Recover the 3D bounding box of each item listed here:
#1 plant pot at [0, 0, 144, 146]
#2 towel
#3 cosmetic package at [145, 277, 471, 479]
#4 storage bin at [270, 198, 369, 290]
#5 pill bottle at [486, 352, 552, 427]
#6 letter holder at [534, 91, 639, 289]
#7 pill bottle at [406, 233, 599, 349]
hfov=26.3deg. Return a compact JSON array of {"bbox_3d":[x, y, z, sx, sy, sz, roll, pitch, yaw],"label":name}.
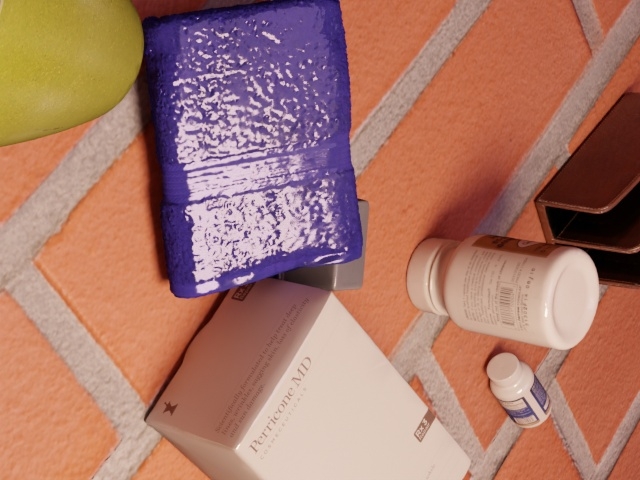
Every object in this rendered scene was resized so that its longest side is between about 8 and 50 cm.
[{"bbox_3d":[-0.283,-0.185,1.142,0.293,0.275,0.274,11,89,-65],"label":"plant pot"},{"bbox_3d":[-0.074,-0.105,1.469,0.228,0.076,0.308,-12,111,-22],"label":"towel"},{"bbox_3d":[-0.002,0.234,1.598,0.217,0.156,0.385,-60,136,-20],"label":"cosmetic package"},{"bbox_3d":[0.000,0.000,1.604,0.098,0.091,0.135,-2,98,-49],"label":"storage bin"},{"bbox_3d":[0.287,0.217,1.996,0.067,0.067,0.120,-59,135,-23],"label":"pill bottle"},{"bbox_3d":[0.504,-0.076,2.074,0.302,0.214,0.152,-46,129,-33],"label":"letter holder"},{"bbox_3d":[0.232,0.060,1.775,0.131,0.229,0.131,-12,106,-47],"label":"pill bottle"}]
